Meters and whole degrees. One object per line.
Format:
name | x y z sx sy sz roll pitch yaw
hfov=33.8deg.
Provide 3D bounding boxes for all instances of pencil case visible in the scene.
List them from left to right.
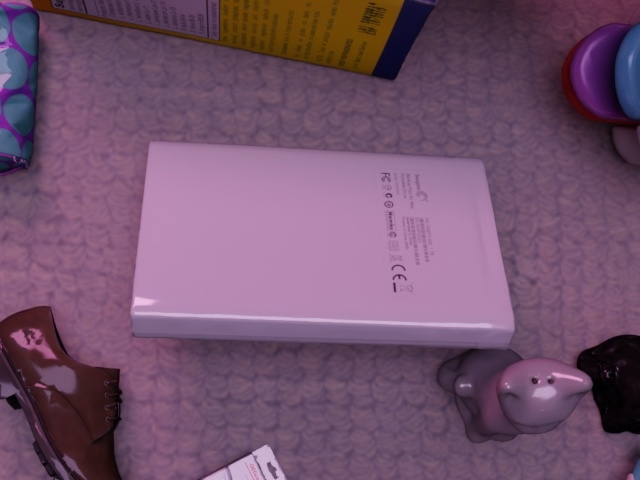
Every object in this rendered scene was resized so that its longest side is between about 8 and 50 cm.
pencil case | -0.286 -0.135 0.937 0.065 0.070 0.151 -2 79 11

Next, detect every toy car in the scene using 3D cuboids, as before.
toy car | 0.289 -0.149 0.947 0.136 0.182 0.159 7 95 0

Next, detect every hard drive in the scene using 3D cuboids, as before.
hard drive | 0.000 0.000 0.913 0.308 0.040 0.203 2 48 -5

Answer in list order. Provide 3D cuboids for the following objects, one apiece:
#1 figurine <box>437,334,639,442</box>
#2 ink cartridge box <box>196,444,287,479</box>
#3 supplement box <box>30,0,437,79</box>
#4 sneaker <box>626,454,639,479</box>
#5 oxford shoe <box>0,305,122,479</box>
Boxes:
figurine | 0.222 0.122 0.878 0.215 0.209 0.092 -3 81 -6
ink cartridge box | -0.071 0.218 0.924 0.083 0.028 0.048 -27 85 -10
supplement box | -0.074 -0.292 0.921 0.357 0.194 0.195 11 80 -4
sneaker | 0.404 0.254 0.935 0.275 0.107 0.110 14 70 -4
oxford shoe | -0.200 0.154 0.895 0.096 0.083 0.227 -32 86 -14
